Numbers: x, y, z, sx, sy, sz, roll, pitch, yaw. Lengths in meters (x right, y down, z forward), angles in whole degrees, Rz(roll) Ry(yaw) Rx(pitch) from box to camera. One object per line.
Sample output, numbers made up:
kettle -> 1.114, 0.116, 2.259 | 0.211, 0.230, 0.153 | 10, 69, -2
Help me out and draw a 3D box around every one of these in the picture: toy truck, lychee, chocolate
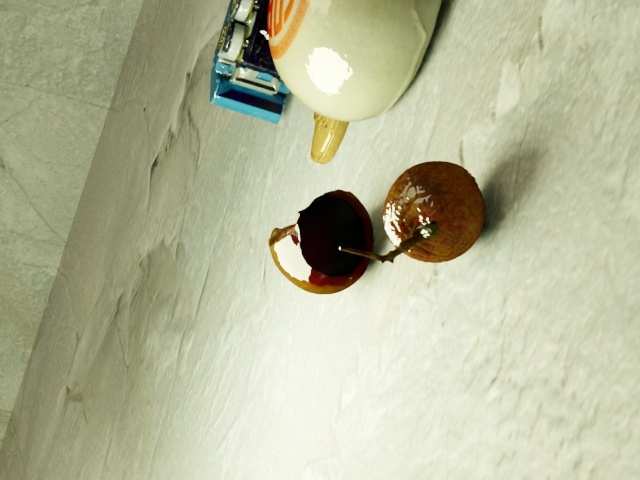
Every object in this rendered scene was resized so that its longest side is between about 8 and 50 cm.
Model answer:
toy truck -> -0.069, -0.371, 2.056 | 0.175, 0.146, 0.367 | -142, 70, -74
lychee -> 0.107, -0.020, 1.338 | 0.114, 0.101, 0.140 | 4, 59, 29
chocolate -> 0.000, 0.000, 1.607 | 0.133, 0.124, 0.127 | -148, 66, -87

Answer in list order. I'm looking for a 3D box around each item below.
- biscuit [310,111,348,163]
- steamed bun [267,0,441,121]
biscuit -> 0.013, -0.175, 1.852 | 0.118, 0.023, 0.140 | -149, 76, -69
steamed bun -> 0.027, -0.295, 1.671 | 0.283, 0.177, 0.283 | -167, 90, -73
